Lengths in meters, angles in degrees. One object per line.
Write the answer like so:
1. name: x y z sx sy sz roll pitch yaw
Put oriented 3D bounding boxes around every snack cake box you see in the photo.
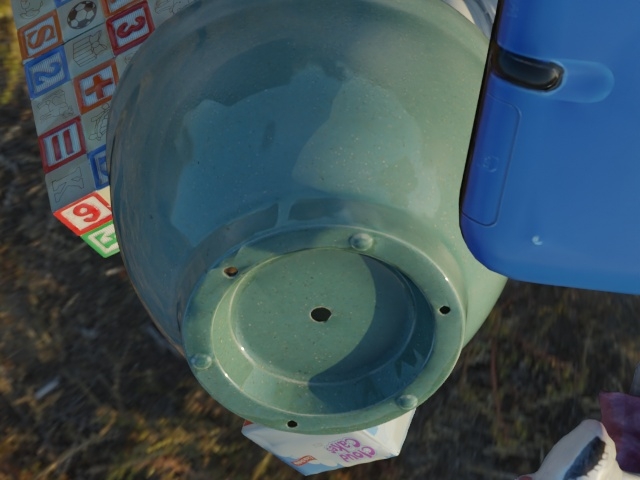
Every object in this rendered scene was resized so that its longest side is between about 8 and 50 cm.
1. snack cake box: 0.041 0.081 1.488 0.089 0.264 0.152 37 148 -24

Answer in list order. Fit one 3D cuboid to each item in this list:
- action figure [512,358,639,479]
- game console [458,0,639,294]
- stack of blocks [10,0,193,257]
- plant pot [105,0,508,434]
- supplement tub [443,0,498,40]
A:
1. action figure: 0.212 0.159 0.709 0.370 0.248 0.276 6 123 -17
2. game console: 0.205 -0.117 0.531 0.293 0.173 0.250 6 130 -1
3. stack of blocks: -0.163 -0.154 1.369 0.171 0.087 0.297 -26 55 11
4. plant pot: 0.000 0.000 1.017 0.293 0.196 0.293 -1 129 -1
5. supplement tub: 0.033 -0.152 1.650 0.331 0.241 0.241 -5 100 -14
